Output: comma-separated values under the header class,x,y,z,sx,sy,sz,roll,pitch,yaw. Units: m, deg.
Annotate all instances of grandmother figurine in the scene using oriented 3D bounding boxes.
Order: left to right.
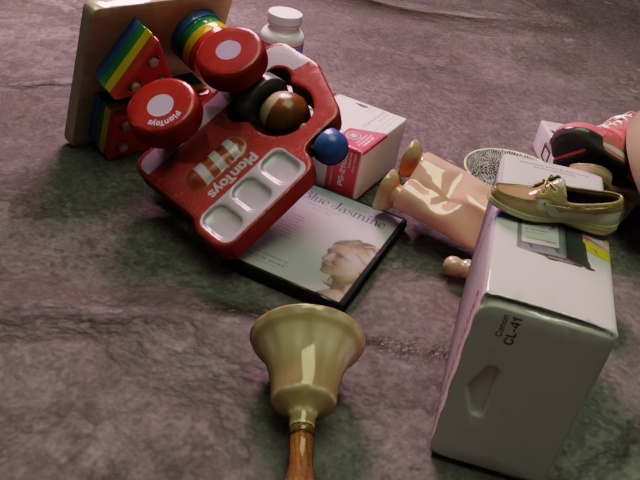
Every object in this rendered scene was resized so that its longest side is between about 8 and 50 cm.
class,x,y,z,sx,sy,sz,roll,pitch,yaw
grandmother figurine,0.257,-0.019,1.050,0.342,0.104,0.208,34,84,16

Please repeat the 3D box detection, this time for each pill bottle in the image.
class,x,y,z,sx,sy,sz,roll,pitch,yaw
pill bottle,-0.079,-0.368,1.431,0.087,0.160,0.087,8,34,-5

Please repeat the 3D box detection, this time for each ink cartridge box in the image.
class,x,y,z,sx,sy,sz,roll,pitch,yaw
ink cartridge box,-0.004,-0.175,1.223,0.237,0.100,0.172,24,36,20
ink cartridge box,0.225,0.074,0.816,0.131,0.226,0.306,15,35,8
ink cartridge box,0.471,-0.152,1.359,0.104,0.060,0.180,8,34,-5

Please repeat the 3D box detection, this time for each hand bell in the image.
class,x,y,z,sx,sy,sz,roll,pitch,yaw
hand bell,-0.019,0.195,0.708,0.126,0.126,0.242,8,47,-5

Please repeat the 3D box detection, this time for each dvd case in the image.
class,x,y,z,sx,sy,sz,roll,pitch,yaw
dvd case,0.000,0.000,1.041,0.180,0.022,0.253,22,35,16

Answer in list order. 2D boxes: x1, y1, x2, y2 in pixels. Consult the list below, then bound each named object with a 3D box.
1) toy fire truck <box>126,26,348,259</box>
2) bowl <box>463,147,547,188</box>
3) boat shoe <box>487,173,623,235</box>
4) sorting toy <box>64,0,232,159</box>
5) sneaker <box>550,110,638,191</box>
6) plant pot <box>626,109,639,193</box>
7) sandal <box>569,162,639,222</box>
class,x,y,z,sx,sy,sz,roll,pitch,yaw
toy fire truck,-0.099,-0.139,1.022,0.254,0.169,0.302,39,72,26
bowl,0.305,-0.076,1.184,0.170,0.080,0.170,8,35,-5
boat shoe,0.241,-0.044,0.749,0.135,0.045,0.050,11,34,2
sorting toy,-0.252,-0.257,1.153,0.257,0.255,0.089,-25,64,-41
sneaker,0.498,-0.162,1.242,0.314,0.136,0.116,15,-15,-35
plant pot,0.649,-0.126,1.138,0.284,0.191,0.284,15,61,-29
sandal,0.465,-0.057,1.205,0.088,0.079,0.240,7,-8,41
